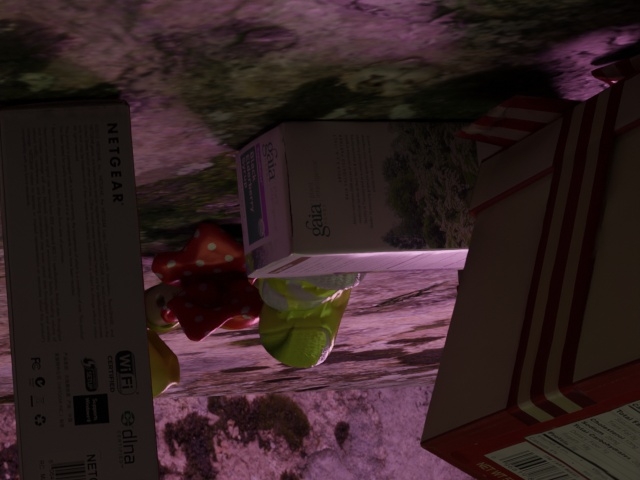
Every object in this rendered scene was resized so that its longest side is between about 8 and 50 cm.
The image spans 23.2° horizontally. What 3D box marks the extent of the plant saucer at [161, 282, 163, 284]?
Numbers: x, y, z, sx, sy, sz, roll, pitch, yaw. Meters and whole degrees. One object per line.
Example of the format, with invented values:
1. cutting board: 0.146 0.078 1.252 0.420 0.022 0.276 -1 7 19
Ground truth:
1. plant saucer: -0.078 0.058 1.724 0.195 0.037 0.195 -5 170 -1

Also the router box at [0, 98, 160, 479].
1. router box: -0.164 0.104 1.051 0.082 0.335 0.301 -4 172 -11

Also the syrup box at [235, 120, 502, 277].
1. syrup box: 0.065 -0.030 1.120 0.237 0.093 0.096 -2 170 -22

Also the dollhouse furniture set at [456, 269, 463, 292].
1. dollhouse furniture set: 0.263 0.031 1.477 0.259 0.135 0.262 -8 170 14

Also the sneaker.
1. sneaker: 0.000 0.000 1.335 0.091 0.126 0.240 21 141 1

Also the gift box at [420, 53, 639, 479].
1. gift box: 0.213 0.038 0.970 0.255 0.258 0.276 35 145 -25

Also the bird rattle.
1. bird rattle: -0.105 0.041 1.498 0.207 0.143 0.253 -13 164 -43
